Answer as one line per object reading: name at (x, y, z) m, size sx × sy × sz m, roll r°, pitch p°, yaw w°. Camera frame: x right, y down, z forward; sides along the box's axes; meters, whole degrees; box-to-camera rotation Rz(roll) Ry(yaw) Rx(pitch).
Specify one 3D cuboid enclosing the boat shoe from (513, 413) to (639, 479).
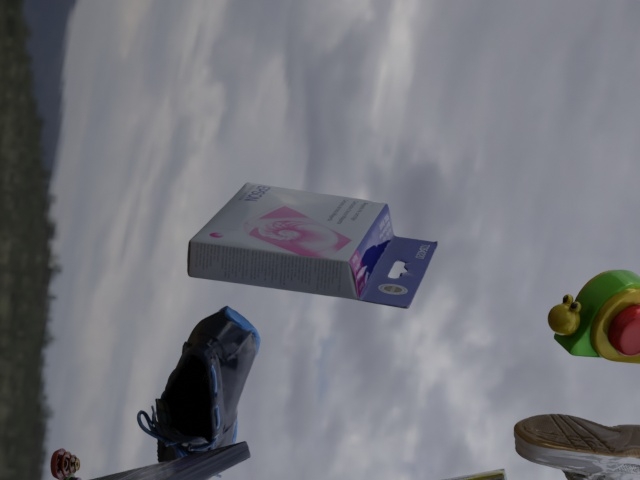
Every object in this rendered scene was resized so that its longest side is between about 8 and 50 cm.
boat shoe at (0.365, 0.296, 1.906) m, size 0.096 × 0.277 × 0.098 m, roll -69°, pitch -152°, yaw 20°

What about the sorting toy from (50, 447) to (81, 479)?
sorting toy at (-0.378, 0.362, 2.196) m, size 0.061 × 0.042 × 0.102 m, roll -79°, pitch 163°, yaw -45°

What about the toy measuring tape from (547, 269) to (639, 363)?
toy measuring tape at (0.443, 0.102, 1.911) m, size 0.121 × 0.330 × 0.121 m, roll -22°, pitch -115°, yaw 60°

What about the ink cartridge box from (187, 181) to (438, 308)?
ink cartridge box at (0.000, 0.000, 2.198) m, size 0.324 × 0.330 × 0.071 m, roll -56°, pitch 151°, yaw -69°

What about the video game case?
video game case at (-0.243, 0.296, 1.699) m, size 0.196 × 0.274 × 0.026 m, roll -15°, pitch 89°, yaw -61°

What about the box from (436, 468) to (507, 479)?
box at (0.168, 0.372, 1.927) m, size 0.043 × 0.179 × 0.105 m, roll -11°, pitch 89°, yaw -80°

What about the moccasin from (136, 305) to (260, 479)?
moccasin at (-0.186, 0.229, 1.996) m, size 0.117 × 0.138 × 0.342 m, roll -39°, pitch 152°, yaw -45°
